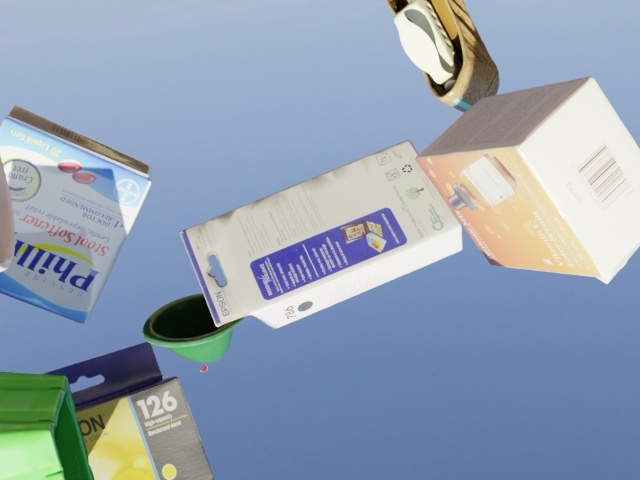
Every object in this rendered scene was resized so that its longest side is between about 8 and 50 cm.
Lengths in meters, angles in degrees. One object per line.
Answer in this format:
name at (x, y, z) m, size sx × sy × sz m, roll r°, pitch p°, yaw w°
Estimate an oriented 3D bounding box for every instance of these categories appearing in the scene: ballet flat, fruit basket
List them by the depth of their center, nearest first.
fruit basket at (-0.500, 0.383, 1.364) m, size 0.391 × 0.392 × 0.283 m, roll -6°, pitch -161°, yaw -4°
ballet flat at (0.139, -0.334, 1.445) m, size 0.124 × 0.342 × 0.116 m, roll -11°, pitch 164°, yaw -48°

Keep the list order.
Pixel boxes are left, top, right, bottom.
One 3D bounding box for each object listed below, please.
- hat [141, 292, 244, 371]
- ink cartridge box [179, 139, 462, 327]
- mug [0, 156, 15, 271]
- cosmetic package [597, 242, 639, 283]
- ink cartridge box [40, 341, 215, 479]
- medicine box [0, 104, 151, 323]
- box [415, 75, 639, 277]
hat at (-0.192, 0.202, 1.702) m, size 0.172 × 0.184 × 0.208 m, roll 2°, pitch -155°, yaw 23°
ink cartridge box at (0.000, 0.000, 1.301) m, size 0.332 × 0.065 × 0.165 m, roll -21°, pitch -125°, yaw -6°
mug at (-0.501, -0.090, 0.966) m, size 0.328 × 0.276 × 0.374 m, roll -16°, pitch -137°, yaw -5°
cosmetic package at (0.506, -0.043, 1.717) m, size 0.085 × 0.231 × 0.117 m, roll 36°, pitch -117°, yaw 23°
ink cartridge box at (-0.354, 0.345, 1.720) m, size 0.303 × 0.307 × 0.072 m, roll -16°, pitch 171°, yaw -39°
medicine box at (-0.469, -0.045, 1.751) m, size 0.263 × 0.289 × 0.149 m, roll 23°, pitch -170°, yaw -15°
box at (0.181, -0.050, 0.839) m, size 0.091 × 0.130 × 0.170 m, roll -42°, pitch -165°, yaw -15°
